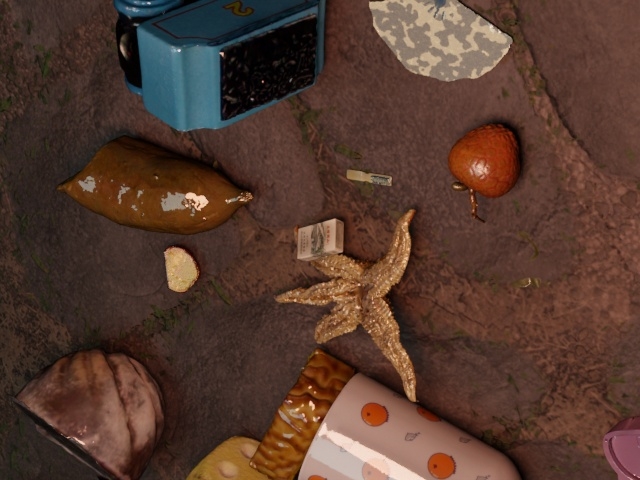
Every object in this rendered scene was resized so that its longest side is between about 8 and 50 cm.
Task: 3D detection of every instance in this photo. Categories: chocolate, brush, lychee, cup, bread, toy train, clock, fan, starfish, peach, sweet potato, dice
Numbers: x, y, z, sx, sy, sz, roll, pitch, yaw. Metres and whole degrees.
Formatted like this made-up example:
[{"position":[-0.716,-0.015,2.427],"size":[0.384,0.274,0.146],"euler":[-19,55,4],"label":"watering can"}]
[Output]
[{"position":[-0.423,0.319,2.183],"size":[0.303,0.213,0.303],"euler":[35,161,14],"label":"chocolate"},{"position":[0.076,-0.101,1.813],"size":[0.083,0.013,0.016],"euler":[12,116,31],"label":"brush"},{"position":[0.241,-0.100,1.646],"size":[0.101,0.114,0.140],"euler":[13,89,60],"label":"lychee"},{"position":[0.150,0.380,1.809],"size":[0.317,0.212,0.212],"euler":[28,121,14],"label":"cup"},{"position":[-0.029,0.303,1.936],"size":[0.096,0.181,0.222],"euler":[31,128,4],"label":"bread"},{"position":[-0.147,-0.307,1.710],"size":[0.265,0.300,0.188],"euler":[33,138,35],"label":"toy train"},{"position":[0.502,0.315,1.664],"size":[0.152,0.050,0.110],"euler":[-11,101,36],"label":"clock"},{"position":[0.172,-0.303,1.674],"size":[0.240,0.009,0.131],"euler":[21,119,26],"label":"fan"},{"position":[0.050,0.102,1.862],"size":[0.293,0.084,0.302],"euler":[0,98,43],"label":"starfish"},{"position":[-0.259,0.050,2.069],"size":[0.083,0.050,0.077],"euler":[43,103,2],"label":"peach"},{"position":[-0.283,-0.085,1.975],"size":[0.369,0.158,0.158],"euler":[19,117,21],"label":"sweet potato"},{"position":[-0.160,0.481,2.092],"size":[0.166,0.169,0.169],"euler":[40,125,15],"label":"dice"}]

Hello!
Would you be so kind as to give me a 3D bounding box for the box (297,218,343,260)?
[{"position":[0.000,0.000,1.843],"size":[0.083,0.024,0.054],"euler":[-15,63,40],"label":"box"}]
